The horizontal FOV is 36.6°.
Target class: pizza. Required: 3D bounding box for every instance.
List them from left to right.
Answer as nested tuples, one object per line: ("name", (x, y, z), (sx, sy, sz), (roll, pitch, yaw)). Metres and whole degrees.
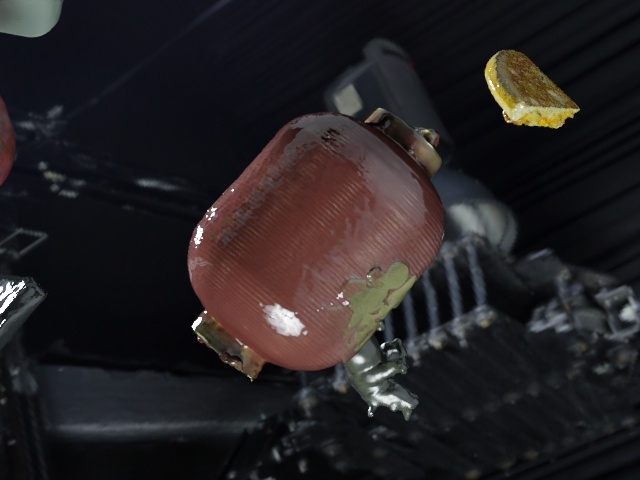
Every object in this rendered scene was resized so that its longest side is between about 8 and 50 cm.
("pizza", (0.269, -0.186, 1.261), (0.134, 0.046, 0.175), (33, -148, -3))

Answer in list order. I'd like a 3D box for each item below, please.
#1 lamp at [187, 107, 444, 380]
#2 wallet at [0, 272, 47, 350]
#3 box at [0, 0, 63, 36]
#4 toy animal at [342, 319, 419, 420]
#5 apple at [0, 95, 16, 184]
("lamp", (0.000, 0.000, 0.811), (0.180, 0.258, 0.180), (41, 174, 5))
("wallet", (-0.291, 0.125, 0.605), (0.030, 0.146, 0.285), (52, -121, -28))
("box", (-0.317, -0.369, 0.998), (0.175, 0.182, 0.311), (8, -115, -10))
("toy animal", (0.053, 0.120, 0.929), (0.135, 0.065, 0.047), (59, -165, -22))
("apple", (-0.346, -0.101, 0.857), (0.153, 0.120, 0.153), (-19, -90, -82))
